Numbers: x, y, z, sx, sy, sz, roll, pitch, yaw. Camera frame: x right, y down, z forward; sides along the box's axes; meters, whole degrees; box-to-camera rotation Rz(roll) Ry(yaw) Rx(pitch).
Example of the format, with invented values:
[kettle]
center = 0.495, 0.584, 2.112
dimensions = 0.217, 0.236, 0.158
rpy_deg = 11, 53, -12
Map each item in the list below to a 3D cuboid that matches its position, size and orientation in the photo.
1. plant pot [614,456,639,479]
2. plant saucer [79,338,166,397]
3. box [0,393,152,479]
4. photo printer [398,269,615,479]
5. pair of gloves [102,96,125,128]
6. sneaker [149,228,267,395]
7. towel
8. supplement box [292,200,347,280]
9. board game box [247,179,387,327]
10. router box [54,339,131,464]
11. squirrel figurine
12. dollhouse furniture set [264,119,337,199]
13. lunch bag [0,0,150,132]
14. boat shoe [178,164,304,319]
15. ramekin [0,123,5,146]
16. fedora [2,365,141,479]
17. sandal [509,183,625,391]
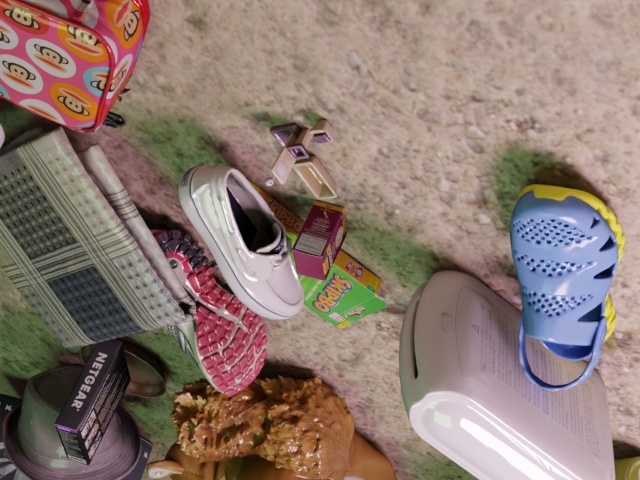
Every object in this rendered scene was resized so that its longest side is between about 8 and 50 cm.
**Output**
[plant pot]
center = 0.401, 0.444, 1.775
dimensions = 0.275, 0.274, 0.293
rpy_deg = 33, 131, -12
[plant saucer]
center = -0.344, 0.221, 2.138
dimensions = 0.168, 0.029, 0.168
rpy_deg = 17, 146, 12
[box]
center = -0.548, 0.503, 2.361
dimensions = 0.313, 0.343, 0.179
rpy_deg = 10, 160, 21
[photo printer]
center = 0.226, 0.190, 1.507
dimensions = 0.307, 0.256, 0.107
rpy_deg = 36, 123, -18
[pair of gloves]
center = -0.286, -0.176, 1.546
dimensions = 0.074, 0.010, 0.083
rpy_deg = 19, 148, 10
[sneaker]
center = -0.182, 0.099, 1.783
dimensions = 0.112, 0.121, 0.299
rpy_deg = 8, 133, 53
[towel]
center = -0.352, 0.000, 1.686
dimensions = 0.312, 0.056, 0.324
rpy_deg = -15, 114, 44
[supplement box]
center = 0.000, 0.000, 1.538
dimensions = 0.043, 0.083, 0.055
rpy_deg = 15, 147, 16
[board game box]
center = -0.034, 0.024, 1.640
dimensions = 0.259, 0.039, 0.124
rpy_deg = 39, 144, -16
[router box]
center = -0.381, 0.270, 2.038
dimensions = 0.046, 0.179, 0.133
rpy_deg = 16, 146, 10
[squirrel figurine]
center = -0.109, 0.358, 2.019
dimensions = 0.370, 0.281, 0.397
rpy_deg = 15, 132, 36
[dollhouse furniture set]
center = -0.012, -0.073, 1.442
dimensions = 0.091, 0.081, 0.114
rpy_deg = -5, 137, 38
[lunch bag]
center = -0.354, -0.246, 1.390
dimensions = 0.293, 0.120, 0.258
rpy_deg = 28, 148, -5
[boat shoe]
center = -0.082, 0.009, 1.539
dimensions = 0.084, 0.095, 0.258
rpy_deg = -3, 138, 39
[ramekin]
center = -0.550, -0.149, 1.531
dimensions = 0.273, 0.127, 0.273
rpy_deg = 25, 161, 9
[fedora]
center = -0.452, 0.320, 2.193
dimensions = 0.275, 0.244, 0.124
rpy_deg = -131, 40, -51
[sandal]
center = 0.280, 0.064, 1.396
dimensions = 0.126, 0.138, 0.317
rpy_deg = 9, 143, 27
